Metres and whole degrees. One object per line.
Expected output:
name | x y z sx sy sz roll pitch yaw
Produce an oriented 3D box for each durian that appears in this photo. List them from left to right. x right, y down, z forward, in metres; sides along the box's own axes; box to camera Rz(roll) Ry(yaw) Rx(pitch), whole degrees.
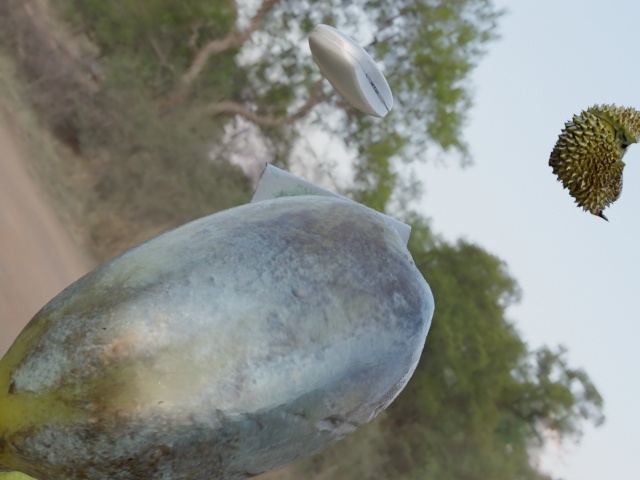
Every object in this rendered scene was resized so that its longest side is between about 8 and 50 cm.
durian | 0.471 -0.140 2.117 0.193 0.138 0.237 -61 164 -46

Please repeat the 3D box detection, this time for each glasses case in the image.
glasses case | 0.045 -0.238 1.726 0.092 0.059 0.233 38 -1 23

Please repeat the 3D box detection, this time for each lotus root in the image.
lotus root | -0.078 0.074 0.718 0.140 0.322 0.158 30 -48 53

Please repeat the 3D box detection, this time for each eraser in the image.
eraser | 0.000 0.000 1.686 0.227 0.174 0.081 23 -43 -2

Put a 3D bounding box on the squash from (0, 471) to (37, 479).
squash | -0.387 0.286 1.618 0.252 0.252 0.049 -144 -139 -79
